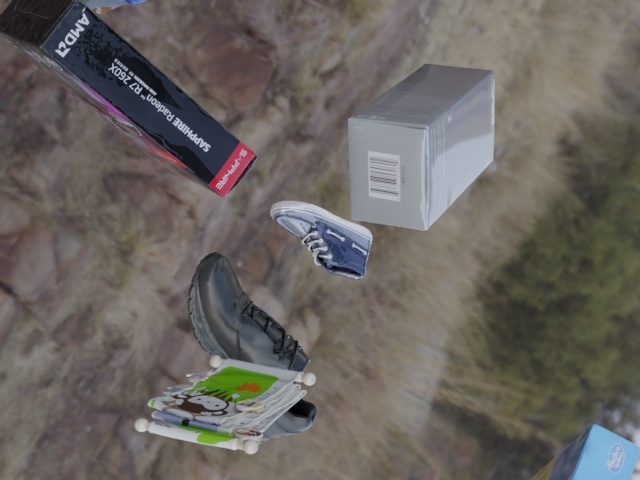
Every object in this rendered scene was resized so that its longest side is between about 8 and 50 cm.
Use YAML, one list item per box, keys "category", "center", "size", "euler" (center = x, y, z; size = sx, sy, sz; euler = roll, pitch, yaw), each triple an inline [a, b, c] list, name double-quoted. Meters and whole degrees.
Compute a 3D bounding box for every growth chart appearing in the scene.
- category: "growth chart"
  center: [-0.110, 0.184, 1.233]
  size: [0.237, 0.172, 0.021]
  euler: [-35, 127, -67]

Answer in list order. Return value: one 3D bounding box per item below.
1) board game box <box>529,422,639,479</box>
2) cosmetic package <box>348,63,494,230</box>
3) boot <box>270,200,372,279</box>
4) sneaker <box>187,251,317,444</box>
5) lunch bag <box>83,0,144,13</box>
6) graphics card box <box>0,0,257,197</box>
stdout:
- category: "board game box"
  center: [0.267, 0.387, 1.316]
  size: [0.242, 0.064, 0.316]
  euler: [-58, 173, -30]
- category: "cosmetic package"
  center: [0.122, -0.115, 1.247]
  size: [0.238, 0.107, 0.127]
  euler: [-40, 134, -51]
- category: "boot"
  center: [0.000, 0.000, 1.804]
  size: [0.069, 0.190, 0.086]
  euler: [135, -32, -55]
- category: "sneaker"
  center: [-0.086, 0.143, 1.457]
  size: [0.286, 0.130, 0.109]
  euler: [70, 25, -19]
- category: "lunch bag"
  center: [-0.339, -0.509, 1.648]
  size: [0.303, 0.115, 0.243]
  euler: [60, 35, -37]
- category: "graphics card box"
  center: [-0.289, -0.220, 1.590]
  size: [0.371, 0.233, 0.094]
  euler: [42, 82, -37]
